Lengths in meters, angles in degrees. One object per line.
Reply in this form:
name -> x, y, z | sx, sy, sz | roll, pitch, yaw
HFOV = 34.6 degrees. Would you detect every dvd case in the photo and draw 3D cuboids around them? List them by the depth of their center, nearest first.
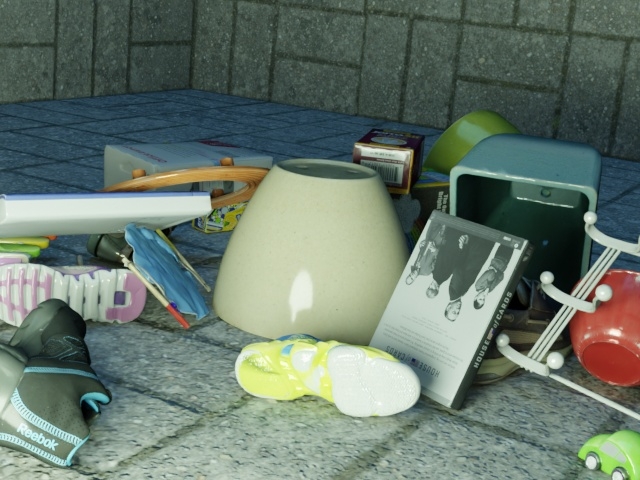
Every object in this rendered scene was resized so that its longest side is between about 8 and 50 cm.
dvd case -> 0.168, 0.087, 1.383 | 0.030, 0.238, 0.179 | 27, -3, -41

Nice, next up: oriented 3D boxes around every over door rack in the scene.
over door rack -> 0.407, 0.105, 1.302 | 0.324, 0.239, 0.108 | 29, -15, 42

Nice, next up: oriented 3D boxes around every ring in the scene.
ring -> -0.232, -0.087, 1.722 | 0.337, 0.032, 0.336 | -10, -8, -1

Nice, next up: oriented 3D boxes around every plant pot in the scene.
plant pot -> 0.387, -0.066, 1.864 | 0.248, 0.247, 0.252 | 11, 36, 20
plant pot -> 0.397, -0.086, 2.129 | 0.275, 0.274, 0.293 | -8, 34, -41

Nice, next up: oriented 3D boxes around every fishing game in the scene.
fishing game -> -0.243, 0.051, 1.575 | 0.189, 0.041, 0.264 | 49, 8, -10

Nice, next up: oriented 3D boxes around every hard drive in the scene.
hard drive -> -0.360, -0.040, 1.592 | 0.319, 0.040, 0.210 | -3, -6, -34

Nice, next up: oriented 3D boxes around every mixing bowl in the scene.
mixing bowl -> 0.424, 0.140, 1.444 | 0.181, 0.181, 0.098 | 13, 47, 26

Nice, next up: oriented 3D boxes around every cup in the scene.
cup -> 0.000, 0.000, 1.635 | 0.331, 0.236, 0.331 | 5, 14, -1

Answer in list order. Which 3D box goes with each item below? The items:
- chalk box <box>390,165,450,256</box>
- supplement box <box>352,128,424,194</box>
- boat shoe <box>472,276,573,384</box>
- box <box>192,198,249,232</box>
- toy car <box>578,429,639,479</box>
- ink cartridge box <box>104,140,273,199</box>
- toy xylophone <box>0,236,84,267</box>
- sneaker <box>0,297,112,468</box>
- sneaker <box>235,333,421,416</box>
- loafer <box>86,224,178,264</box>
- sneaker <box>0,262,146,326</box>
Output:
chalk box -> 0.170, -0.042, 1.971 | 0.289, 0.180, 0.179 | -5, 19, -38
supplement box -> 0.122, -0.143, 1.829 | 0.104, 0.080, 0.188 | 8, 16, 10
boat shoe -> 0.290, 0.111, 1.517 | 0.132, 0.130, 0.355 | 16, 18, 35
box -> -0.180, -0.056, 2.132 | 0.169, 0.059, 0.054 | -7, 20, -39
toy car -> 0.380, 0.260, 1.133 | 0.239, 0.053, 0.225 | -4, 18, -34
ink cartridge box -> -0.292, -0.137, 2.265 | 0.306, 0.131, 0.226 | -9, 21, -39
toy xylophone -> -0.500, 0.018, 1.694 | 0.236, 0.081, 0.323 | 0, 16, -21
sneaker -> -0.314, 0.168, 1.186 | 0.140, 0.125, 0.341 | 32, 10, -7
sneaker -> 0.018, 0.158, 1.323 | 0.240, 0.091, 0.126 | 8, 14, 14
loafer -> -0.320, -0.013, 1.903 | 0.084, 0.096, 0.267 | 31, 30, 16
sneaker -> -0.382, 0.075, 1.516 | 0.236, 0.095, 0.104 | 4, 9, -30
